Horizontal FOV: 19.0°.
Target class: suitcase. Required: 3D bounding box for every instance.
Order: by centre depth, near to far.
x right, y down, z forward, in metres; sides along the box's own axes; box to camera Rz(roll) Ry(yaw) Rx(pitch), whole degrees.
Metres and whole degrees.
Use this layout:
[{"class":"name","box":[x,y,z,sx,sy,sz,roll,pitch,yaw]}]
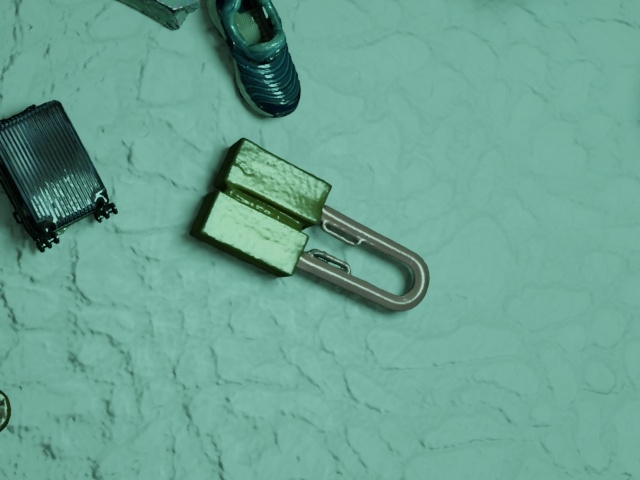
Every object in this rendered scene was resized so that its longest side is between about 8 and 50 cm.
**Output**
[{"class":"suitcase","box":[-0.250,-0.062,1.754,0.086,0.059,0.126,-28,92,-21]}]

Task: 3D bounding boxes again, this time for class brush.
[{"class":"brush","box":[0.000,0.000,1.835,0.233,0.047,0.103,27,75,-14]}]

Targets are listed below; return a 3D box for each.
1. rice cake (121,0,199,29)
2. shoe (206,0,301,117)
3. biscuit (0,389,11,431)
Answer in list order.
[{"class":"rice cake","box":[-0.212,-0.257,1.807,0.208,0.033,0.033,26,66,-14]},{"class":"shoe","box":[-0.056,-0.186,1.828,0.064,0.071,0.143,-25,95,-19]},{"class":"biscuit","box":[-0.364,0.129,1.703,0.180,0.039,0.236,6,80,-15]}]
